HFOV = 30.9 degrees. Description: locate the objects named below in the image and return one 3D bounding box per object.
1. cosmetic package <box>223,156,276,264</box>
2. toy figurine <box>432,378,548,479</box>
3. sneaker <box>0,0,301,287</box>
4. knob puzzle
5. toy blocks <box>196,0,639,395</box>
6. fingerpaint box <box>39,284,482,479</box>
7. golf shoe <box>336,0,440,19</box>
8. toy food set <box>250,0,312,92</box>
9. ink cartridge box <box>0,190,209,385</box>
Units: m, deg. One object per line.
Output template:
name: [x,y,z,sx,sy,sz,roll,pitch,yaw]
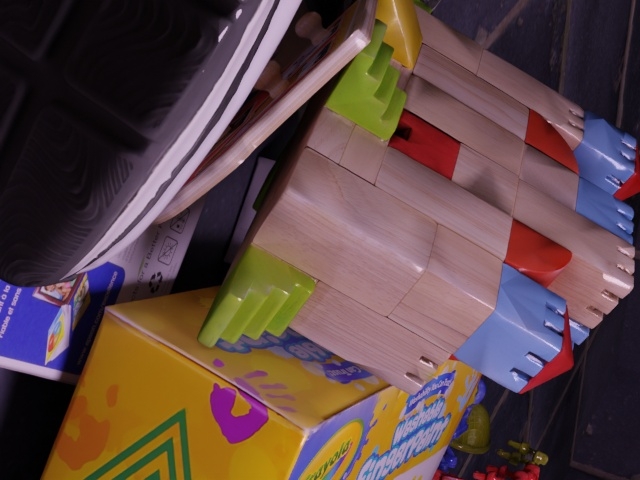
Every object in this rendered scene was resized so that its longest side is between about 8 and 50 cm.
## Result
cosmetic package: [0.000,0.000,1.086,0.239,0.061,0.098,24,82,-66]
toy figurine: [0.213,0.204,1.555,0.362,0.191,0.217,-4,104,-66]
sneaker: [0.006,-0.163,0.569,0.257,0.169,0.447,11,112,-56]
knob puzzle: [-0.047,-0.081,0.709,0.213,0.030,0.213,-42,-168,11]
toy blocks: [0.102,-0.020,0.817,0.190,0.261,0.381,-54,-171,38]
fingerpaint box: [-0.055,0.220,0.908,0.445,0.163,0.371,-9,125,-66]
golf shoe: [0.055,-0.153,1.014,0.120,0.105,0.272,147,-46,-81]
toy food set: [-0.001,-0.229,0.771,0.220,0.092,0.306,-32,157,-50]
ink cartridge box: [-0.185,-0.021,0.658,0.175,0.069,0.371,-69,159,-6]
